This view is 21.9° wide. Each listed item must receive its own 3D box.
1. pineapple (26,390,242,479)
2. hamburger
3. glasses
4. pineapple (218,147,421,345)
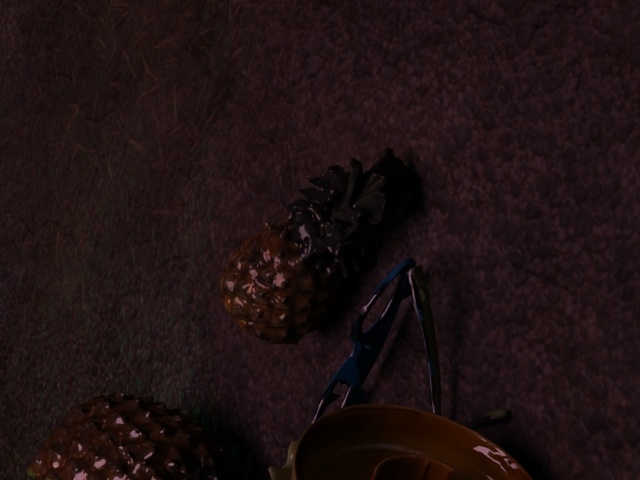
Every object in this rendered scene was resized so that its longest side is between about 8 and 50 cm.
[{"bbox_3d":[-0.159,0.289,1.853,0.362,0.202,0.202,8,91,48],"label":"pineapple"},{"bbox_3d":[0.065,0.300,1.460,0.274,0.274,0.212,54,138,44],"label":"hamburger"},{"bbox_3d":[0.075,0.149,1.605,0.207,0.102,0.239,47,122,48],"label":"glasses"},{"bbox_3d":[0.001,0.001,1.732,0.248,0.128,0.128,-47,48,33],"label":"pineapple"}]
